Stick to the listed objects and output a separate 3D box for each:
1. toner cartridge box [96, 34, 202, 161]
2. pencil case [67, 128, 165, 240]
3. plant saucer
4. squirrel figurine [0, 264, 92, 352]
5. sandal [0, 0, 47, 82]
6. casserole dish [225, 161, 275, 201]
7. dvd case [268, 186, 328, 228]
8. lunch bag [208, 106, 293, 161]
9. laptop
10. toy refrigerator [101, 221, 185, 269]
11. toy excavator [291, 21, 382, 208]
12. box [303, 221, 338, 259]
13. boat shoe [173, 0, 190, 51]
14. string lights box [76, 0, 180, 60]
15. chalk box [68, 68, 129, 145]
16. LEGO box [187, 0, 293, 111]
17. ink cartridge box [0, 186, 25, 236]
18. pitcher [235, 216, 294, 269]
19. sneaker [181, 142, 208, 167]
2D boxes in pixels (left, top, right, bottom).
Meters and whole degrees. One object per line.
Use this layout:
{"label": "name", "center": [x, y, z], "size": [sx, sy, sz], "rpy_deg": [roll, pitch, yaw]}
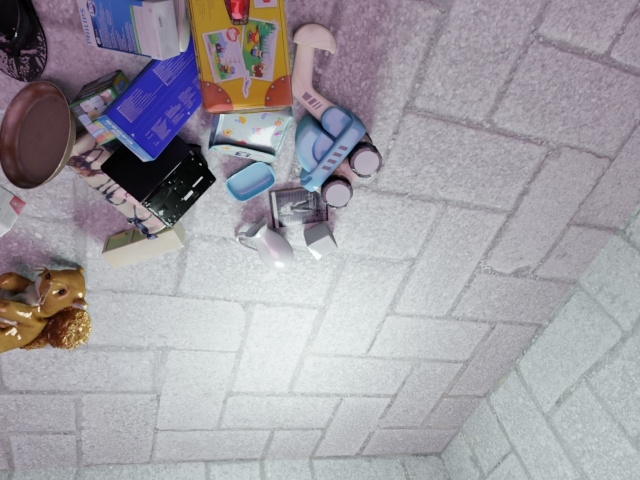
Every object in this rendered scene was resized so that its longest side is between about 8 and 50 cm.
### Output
{"label": "toner cartridge box", "center": [-0.434, -0.403, 1.241], "size": [0.165, 0.075, 0.348], "rpy_deg": [47, 62, -34]}
{"label": "pencil case", "center": [-0.650, -0.184, 1.436], "size": [0.183, 0.160, 0.410], "rpy_deg": [-35, 127, 6]}
{"label": "plant saucer", "center": [-0.800, -0.295, 1.270], "size": [0.310, 0.310, 0.050], "rpy_deg": [-39, 163, 16]}
{"label": "squirrel figurine", "center": [-1.021, 0.248, 1.655], "size": [0.370, 0.281, 0.397], "rpy_deg": [-27, 143, -5]}
{"label": "sandal", "center": [-0.804, -0.604, 1.104], "size": [0.167, 0.107, 0.446], "rpy_deg": [2, 131, -16]}
{"label": "casserole dish", "center": [-0.250, -0.214, 1.589], "size": [0.188, 0.037, 0.114], "rpy_deg": [-29, 127, 8]}
{"label": "dvd case", "center": [-0.081, -0.130, 1.705], "size": [0.221, 0.018, 0.164], "rpy_deg": [-9, 129, -8]}
{"label": "lunch bag", "center": [-0.229, -0.355, 1.413], "size": [0.223, 0.160, 0.262], "rpy_deg": [6, 142, -23]}
{"label": "laptop", "center": [-0.503, -0.210, 1.421], "size": [0.234, 0.136, 0.264], "rpy_deg": [-49, 153, -11]}
{"label": "toy refrigerator", "center": [-0.640, 0.002, 1.618], "size": [0.269, 0.102, 0.094], "rpy_deg": [-18, 129, 1]}
{"label": "toy excavator", "center": [0.007, -0.386, 1.429], "size": [0.445, 0.222, 0.433], "rpy_deg": [33, 113, -22]}
{"label": "box", "center": [0.000, 0.000, 1.770], "size": [0.102, 0.101, 0.087], "rpy_deg": [-29, 127, 9]}
{"label": "boat shoe", "center": [-0.391, -0.596, 1.197], "size": [0.063, 0.066, 0.184], "rpy_deg": [-2, 89, 2]}
{"label": "string lights box", "center": [-0.499, -0.561, 1.152], "size": [0.259, 0.077, 0.133], "rpy_deg": [18, 129, 18]}
{"label": "chalk box", "center": [-0.604, -0.371, 1.270], "size": [0.132, 0.213, 0.132], "rpy_deg": [-21, 130, 5]}
{"label": "LEGO box", "center": [-0.200, -0.554, 1.028], "size": [0.193, 0.372, 0.500], "rpy_deg": [-7, 106, -9]}
{"label": "ink cartridge box", "center": [-1.069, -0.120, 1.385], "size": [0.092, 0.158, 0.218], "rpy_deg": [-33, 127, 12]}
{"label": "pitcher", "center": [-0.216, 0.025, 1.740], "size": [0.178, 0.125, 0.207], "rpy_deg": [-18, 125, 32]}
{"label": "sneaker", "center": [-0.456, -0.277, 1.481], "size": [0.170, 0.051, 0.089], "rpy_deg": [2, 121, -19]}
